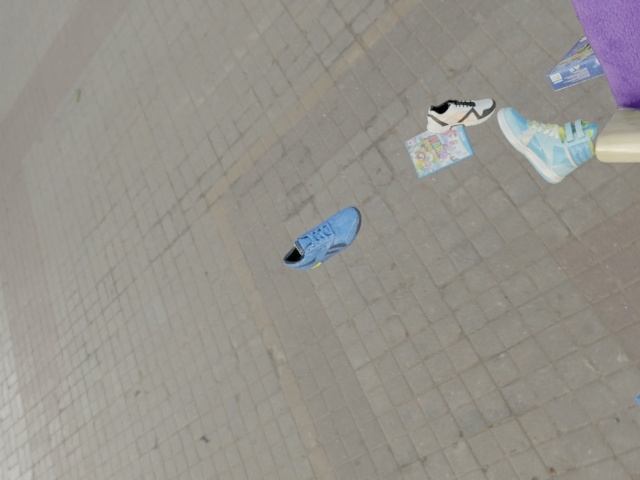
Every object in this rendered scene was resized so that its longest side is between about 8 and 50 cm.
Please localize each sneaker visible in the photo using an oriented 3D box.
[{"bbox_3d":[0.000,0.000,0.920,0.209,0.082,0.069,-40,62,34],"label":"sneaker"},{"bbox_3d":[0.221,-0.204,0.678,0.109,0.043,0.040,-16,46,8],"label":"sneaker"},{"bbox_3d":[0.741,-0.352,1.380,0.319,0.127,0.208,41,137,-9],"label":"sneaker"}]

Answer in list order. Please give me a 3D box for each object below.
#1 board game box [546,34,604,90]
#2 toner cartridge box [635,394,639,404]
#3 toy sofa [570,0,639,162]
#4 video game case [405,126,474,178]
[{"bbox_3d":[0.482,-0.314,0.669,0.136,0.035,0.201,-44,18,-18],"label":"board game box"},{"bbox_3d":[0.733,0.389,0.746,0.347,0.075,0.165,-95,14,-51],"label":"toner cartridge box"},{"bbox_3d":[0.165,-0.182,0.213,0.177,0.362,0.150,-51,27,-10],"label":"toy sofa"},{"bbox_3d":[0.338,-0.265,1.234,0.166,0.015,0.119,-22,87,31],"label":"video game case"}]
